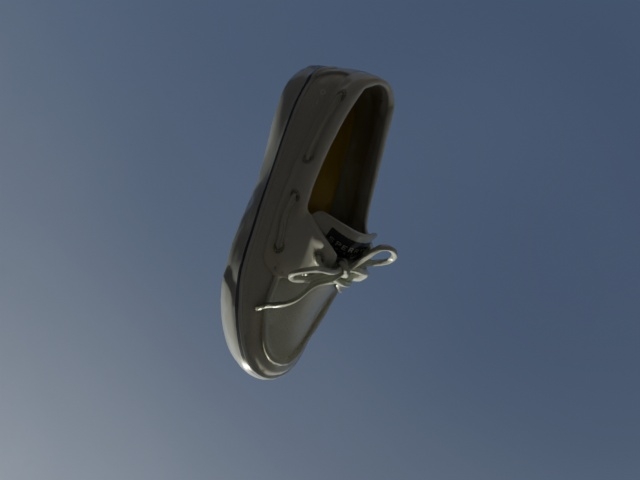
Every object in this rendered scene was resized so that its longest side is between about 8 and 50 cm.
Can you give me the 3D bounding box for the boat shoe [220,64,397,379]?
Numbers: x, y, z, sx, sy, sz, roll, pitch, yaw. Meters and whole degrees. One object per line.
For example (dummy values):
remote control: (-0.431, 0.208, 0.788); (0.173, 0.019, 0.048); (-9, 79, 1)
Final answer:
boat shoe: (0.007, 0.000, 0.535); (0.156, 0.135, 0.367); (23, -82, 46)
